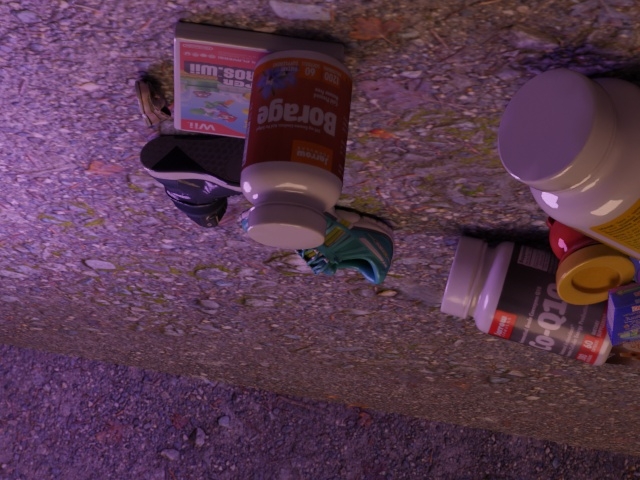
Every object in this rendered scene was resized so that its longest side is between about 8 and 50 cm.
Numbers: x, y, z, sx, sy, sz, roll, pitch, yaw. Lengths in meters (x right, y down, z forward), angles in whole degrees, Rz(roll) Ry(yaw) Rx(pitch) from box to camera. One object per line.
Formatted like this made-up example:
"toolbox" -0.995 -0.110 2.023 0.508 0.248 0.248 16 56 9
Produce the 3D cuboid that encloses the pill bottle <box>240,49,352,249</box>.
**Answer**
"pill bottle" -0.030 -0.105 1.505 0.121 0.216 0.121 5 162 2

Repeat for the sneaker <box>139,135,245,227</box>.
"sneaker" -0.135 -0.082 1.879 0.226 0.086 0.163 9 154 22

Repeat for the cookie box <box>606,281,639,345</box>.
"cookie box" 0.489 0.109 1.959 0.092 0.040 0.107 -13 142 -1

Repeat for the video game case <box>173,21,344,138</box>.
"video game case" -0.087 -0.194 1.643 0.204 0.025 0.285 7 162 -4

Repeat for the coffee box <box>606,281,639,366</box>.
"coffee box" 0.593 0.162 2.401 0.141 0.098 0.246 8 162 -7

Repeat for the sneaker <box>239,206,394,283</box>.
"sneaker" 0.000 0.000 2.075 0.275 0.110 0.107 14 160 -22

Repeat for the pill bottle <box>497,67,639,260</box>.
"pill bottle" 0.376 -0.086 1.565 0.334 0.187 0.188 21 157 -40

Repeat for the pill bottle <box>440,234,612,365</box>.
"pill bottle" 0.351 0.094 2.120 0.283 0.161 0.161 16 163 7

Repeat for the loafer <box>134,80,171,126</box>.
"loafer" -0.222 -0.185 1.696 0.039 0.045 0.125 -10 169 -5

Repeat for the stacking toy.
"stacking toy" 0.522 -0.016 1.951 0.309 0.130 0.279 13 135 -30
